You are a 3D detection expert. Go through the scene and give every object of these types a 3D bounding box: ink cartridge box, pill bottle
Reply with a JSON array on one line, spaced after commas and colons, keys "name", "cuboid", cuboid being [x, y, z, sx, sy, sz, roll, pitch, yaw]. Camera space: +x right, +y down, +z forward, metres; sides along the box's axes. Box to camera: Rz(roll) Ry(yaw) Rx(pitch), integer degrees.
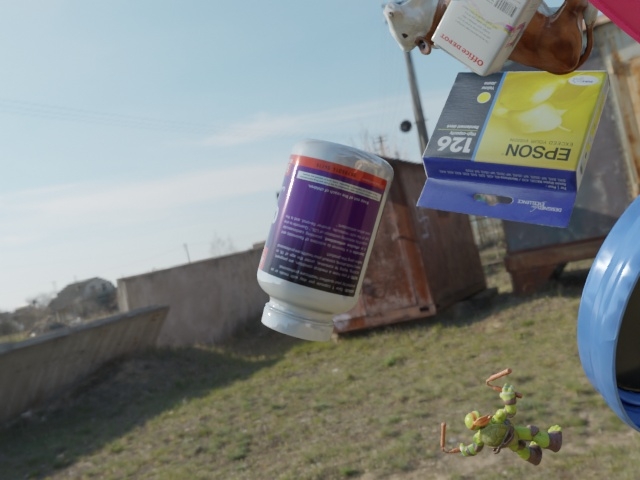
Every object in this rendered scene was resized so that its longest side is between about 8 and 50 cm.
[{"name": "ink cartridge box", "cuboid": [0.208, -0.279, 0.757, 0.052, 0.088, 0.122, -27, -27, -47]}, {"name": "pill bottle", "cuboid": [0.000, 0.000, 1.052, 0.182, 0.322, 0.181, 16, 1, 0]}, {"name": "ink cartridge box", "cuboid": [0.361, -0.192, 1.188, 0.304, 0.307, 0.072, 11, -23, 34]}]

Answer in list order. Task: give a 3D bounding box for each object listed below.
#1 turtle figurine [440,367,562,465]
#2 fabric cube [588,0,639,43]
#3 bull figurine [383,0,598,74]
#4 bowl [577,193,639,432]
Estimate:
[{"name": "turtle figurine", "cuboid": [0.394, 0.397, 1.291, 0.217, 0.269, 0.087, 21, 27, -10]}, {"name": "fabric cube", "cuboid": [0.262, -0.324, 0.383, 0.259, 0.254, 0.258, -46, -9, 4]}, {"name": "bull figurine", "cuboid": [0.252, -0.339, 0.887, 0.311, 0.101, 0.188, 13, -48, -3]}, {"name": "bowl", "cuboid": [0.494, 0.068, 0.781, 0.391, 0.391, 0.077, -12, 25, -20]}]
